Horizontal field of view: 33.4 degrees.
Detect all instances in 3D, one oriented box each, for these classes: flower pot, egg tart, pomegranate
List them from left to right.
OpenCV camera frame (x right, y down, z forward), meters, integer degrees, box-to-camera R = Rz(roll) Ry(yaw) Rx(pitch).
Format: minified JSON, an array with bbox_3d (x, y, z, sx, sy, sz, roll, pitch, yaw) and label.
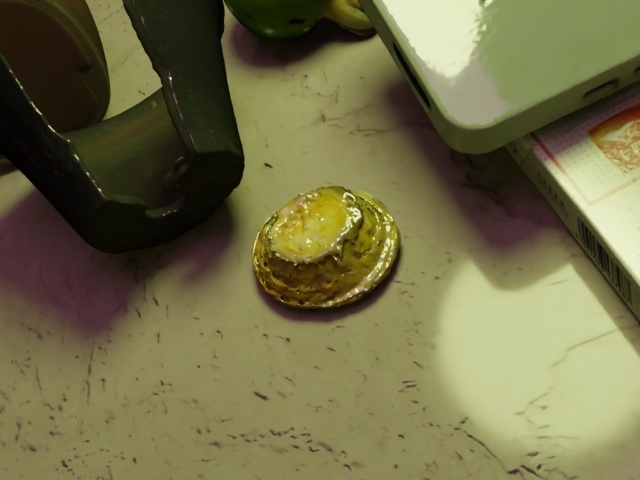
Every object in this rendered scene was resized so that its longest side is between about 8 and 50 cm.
[{"bbox_3d":[-0.243,-0.141,1.365,0.379,0.379,0.251,-30,72,-4],"label":"flower pot"},{"bbox_3d":[-0.035,-0.377,1.549,0.241,0.159,0.189,-2,59,-16],"label":"pomegranate"},{"bbox_3d":[0.000,0.000,1.304,0.191,0.074,0.191,-10,54,14],"label":"egg tart"}]

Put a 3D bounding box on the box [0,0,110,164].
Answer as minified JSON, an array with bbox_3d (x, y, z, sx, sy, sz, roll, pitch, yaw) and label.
[{"bbox_3d":[-0.455,-0.286,1.545,0.301,0.301,0.216,-19,43,5],"label":"box"}]

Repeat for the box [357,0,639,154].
[{"bbox_3d":[0.242,-0.321,1.270,0.373,0.090,0.367,-25,69,-5],"label":"box"}]

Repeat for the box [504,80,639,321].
[{"bbox_3d":[0.369,-0.083,1.222,0.210,0.095,0.330,-27,49,-2],"label":"box"}]
